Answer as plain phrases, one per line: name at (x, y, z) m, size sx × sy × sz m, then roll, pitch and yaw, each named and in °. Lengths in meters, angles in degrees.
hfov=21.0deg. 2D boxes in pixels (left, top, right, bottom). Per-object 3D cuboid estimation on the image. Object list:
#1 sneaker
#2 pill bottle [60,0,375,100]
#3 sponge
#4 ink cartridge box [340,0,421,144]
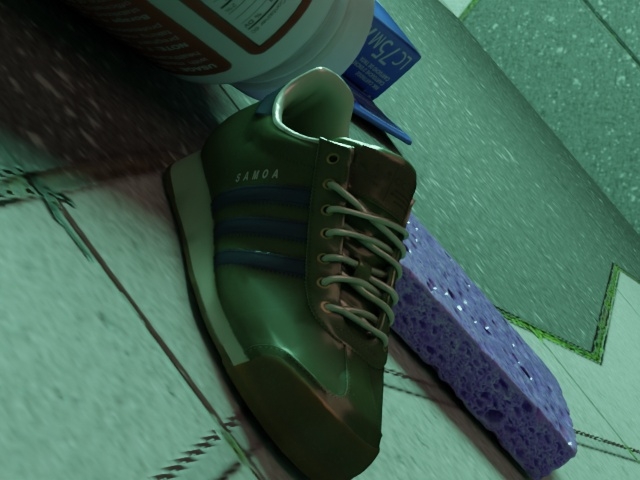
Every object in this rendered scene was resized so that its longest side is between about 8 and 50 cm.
sneaker at (0.000, 0.000, 0.643) m, size 0.064 × 0.086 × 0.192 m, roll 41°, pitch 15°, yaw -35°
pill bottle at (-0.064, -0.143, 0.777) m, size 0.216 × 0.121 × 0.121 m, roll 33°, pitch 20°, yaw -55°
sponge at (0.051, 0.025, 0.890) m, size 0.210 × 0.031 × 0.117 m, roll 48°, pitch 12°, yaw -11°
ink cartridge box at (-0.035, -0.216, 1.262) m, size 0.311 × 0.065 × 0.186 m, roll 57°, pitch 15°, yaw 27°
